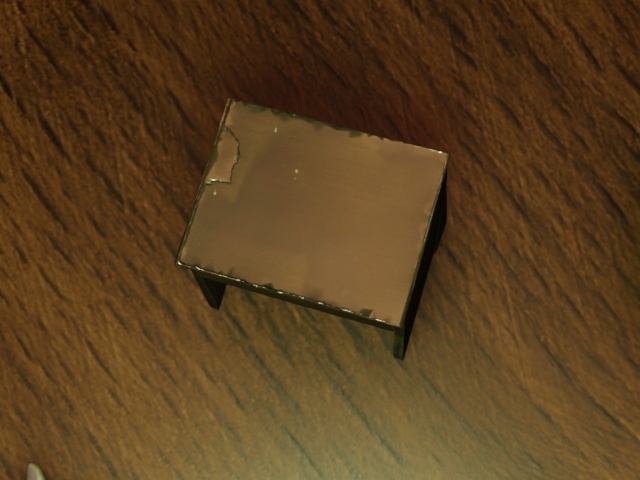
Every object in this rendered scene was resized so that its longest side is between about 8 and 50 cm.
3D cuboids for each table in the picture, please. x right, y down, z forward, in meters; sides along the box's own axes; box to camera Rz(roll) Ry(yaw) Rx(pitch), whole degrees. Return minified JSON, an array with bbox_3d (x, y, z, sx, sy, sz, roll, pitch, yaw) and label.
[{"bbox_3d":[0.000,0.000,1.858,0.251,0.282,0.196,14,77,6],"label":"table"}]

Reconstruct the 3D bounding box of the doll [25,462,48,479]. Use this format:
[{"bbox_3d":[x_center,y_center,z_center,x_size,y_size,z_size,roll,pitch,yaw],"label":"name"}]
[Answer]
[{"bbox_3d":[-0.392,0.442,1.815,0.370,0.226,0.215,-34,46,-15],"label":"doll"}]
